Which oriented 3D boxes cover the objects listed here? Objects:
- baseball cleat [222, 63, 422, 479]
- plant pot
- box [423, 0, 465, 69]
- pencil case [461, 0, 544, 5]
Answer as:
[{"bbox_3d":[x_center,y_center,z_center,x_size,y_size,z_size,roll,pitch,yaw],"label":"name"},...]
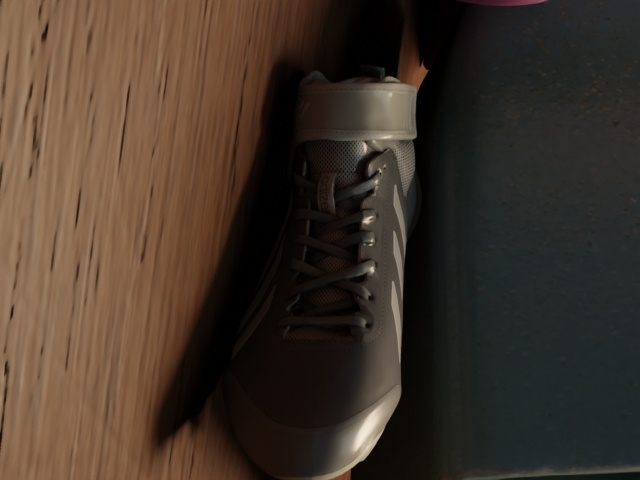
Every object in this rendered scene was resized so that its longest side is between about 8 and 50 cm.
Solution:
[{"bbox_3d":[0.000,0.000,0.697,0.206,0.072,0.109,-80,168,-54],"label":"baseball cleat"},{"bbox_3d":[0.143,0.008,0.865,0.247,0.248,0.252,118,-31,-71],"label":"plant pot"},{"bbox_3d":[0.149,-0.231,0.984,0.184,0.103,0.261,-42,145,-40],"label":"box"},{"bbox_3d":[0.081,-0.239,0.709,0.124,0.124,0.284,-65,163,-50],"label":"pencil case"}]
